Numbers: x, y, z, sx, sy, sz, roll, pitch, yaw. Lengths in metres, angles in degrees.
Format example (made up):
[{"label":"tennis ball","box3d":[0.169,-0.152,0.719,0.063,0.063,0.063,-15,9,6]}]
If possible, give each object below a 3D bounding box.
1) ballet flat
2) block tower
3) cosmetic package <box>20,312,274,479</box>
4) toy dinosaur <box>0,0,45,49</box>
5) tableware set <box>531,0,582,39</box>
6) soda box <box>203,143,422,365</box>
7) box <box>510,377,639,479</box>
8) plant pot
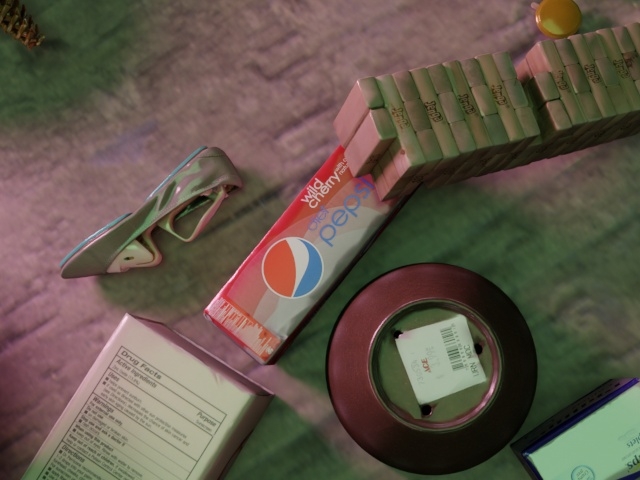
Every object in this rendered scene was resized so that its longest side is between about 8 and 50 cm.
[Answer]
[{"label":"ballet flat","box3d":[-0.172,-0.012,0.964,0.213,0.072,0.068,-39,84,-2]},{"label":"block tower","box3d":[0.187,-0.125,0.881,0.336,0.097,0.090,-15,77,-18]},{"label":"cosmetic package","box3d":[-0.189,0.236,0.899,0.153,0.129,0.296,33,87,10]},{"label":"toy dinosaur","box3d":[-0.366,-0.358,1.019,0.218,0.164,0.321,-29,98,15]},{"label":"tableware set","box3d":[0.274,-0.268,0.984,0.104,0.024,0.154,-3,80,2]},{"label":"soda box","box3d":[0.000,0.000,0.933,0.083,0.092,0.263,39,86,6]},{"label":"box","box3d":[0.251,0.188,0.859,0.126,0.137,0.072,-34,79,0]},{"label":"plant pot","box3d":[0.101,0.112,0.838,0.216,0.230,0.215,-1,81,5]}]
